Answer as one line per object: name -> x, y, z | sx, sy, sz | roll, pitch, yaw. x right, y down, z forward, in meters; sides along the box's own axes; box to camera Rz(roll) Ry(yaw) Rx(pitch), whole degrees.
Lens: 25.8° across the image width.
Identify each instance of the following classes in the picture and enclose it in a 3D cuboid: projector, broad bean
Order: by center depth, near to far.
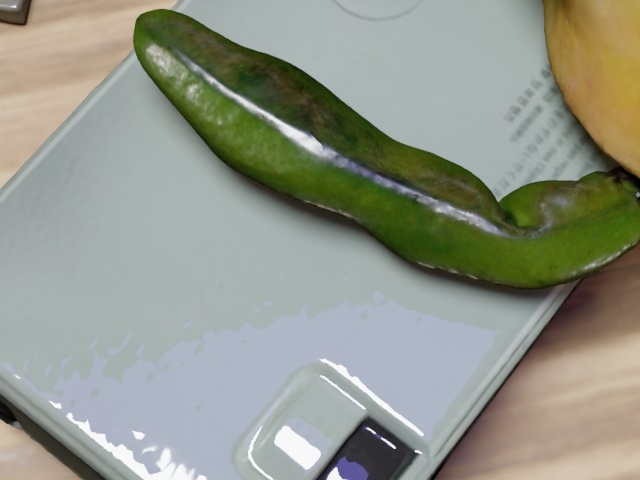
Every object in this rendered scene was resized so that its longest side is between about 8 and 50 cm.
broad bean -> 0.023, -0.024, 0.481 | 0.195, 0.046, 0.061 | 16, 57, -3
projector -> 0.000, 0.000, 0.548 | 0.192, 0.099, 0.256 | 36, 72, 11

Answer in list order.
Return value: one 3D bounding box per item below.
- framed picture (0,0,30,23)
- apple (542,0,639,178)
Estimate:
framed picture -> -0.250, -0.204, 0.654 | 0.265, 0.018, 0.192 | 8, 69, 0
apple -> 0.218, -0.152, 0.523 | 0.252, 0.314, 0.309 | -2, 26, 35
